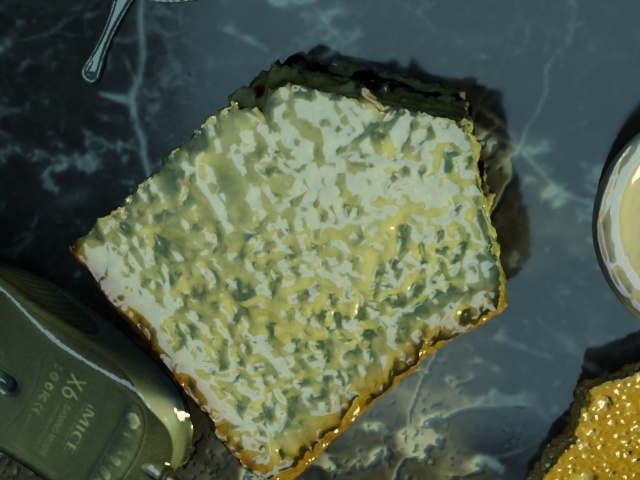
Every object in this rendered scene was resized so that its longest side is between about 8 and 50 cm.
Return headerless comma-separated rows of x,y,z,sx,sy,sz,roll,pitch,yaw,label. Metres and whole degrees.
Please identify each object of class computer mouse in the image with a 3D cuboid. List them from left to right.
-0.206,0.128,1.586,0.379,0.090,0.167,36,121,3,computer mouse

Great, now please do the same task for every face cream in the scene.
0.293,-0.021,1.431,0.177,0.153,0.177,2,99,10,face cream

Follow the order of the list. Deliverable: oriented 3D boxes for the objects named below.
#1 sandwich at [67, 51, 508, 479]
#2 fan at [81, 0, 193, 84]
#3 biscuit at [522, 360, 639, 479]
0.000,0.001,1.506,0.325,0.131,0.262,-41,89,17,sandwich
-0.147,-0.225,1.556,0.132,0.009,0.220,28,104,6,fan
0.259,0.148,1.509,0.236,0.026,0.131,-21,119,15,biscuit
